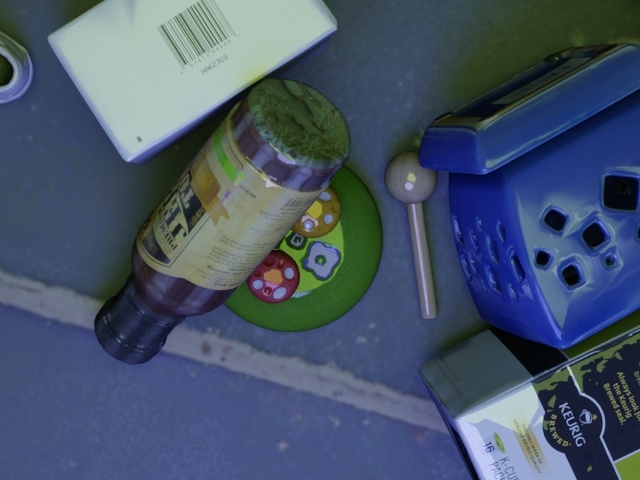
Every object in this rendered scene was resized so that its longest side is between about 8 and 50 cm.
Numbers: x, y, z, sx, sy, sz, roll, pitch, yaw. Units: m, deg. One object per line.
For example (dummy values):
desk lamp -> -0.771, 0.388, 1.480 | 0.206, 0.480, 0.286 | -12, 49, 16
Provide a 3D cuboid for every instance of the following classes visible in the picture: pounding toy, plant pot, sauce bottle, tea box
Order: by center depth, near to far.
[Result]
sauce bottle -> -0.103, -0.004, 1.797 | 0.111, 0.111, 0.344 | 38, 128, -4
plant pot -> 0.236, -0.054, 1.817 | 0.236, 0.236, 0.212 | -29, 99, -9
tea box -> 0.314, 0.211, 1.841 | 0.324, 0.220, 0.329 | -25, 101, -1
pounding toy -> 0.000, 0.000, 1.885 | 0.237, 0.110, 0.182 | -2, 93, -3

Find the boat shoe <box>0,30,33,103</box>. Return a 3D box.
boat shoe -> -0.404, -0.199, 1.863 | 0.268, 0.088, 0.096 | 26, 91, -4

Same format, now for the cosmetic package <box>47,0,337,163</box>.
cosmetic package -> -0.116, -0.184, 1.813 | 0.224, 0.225, 0.138 | -33, 91, -2
